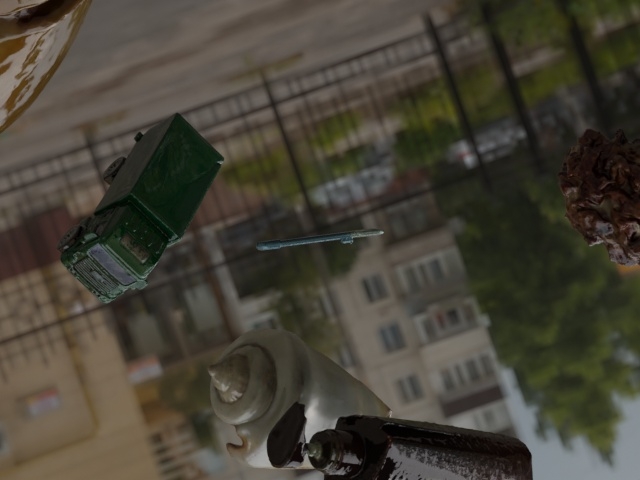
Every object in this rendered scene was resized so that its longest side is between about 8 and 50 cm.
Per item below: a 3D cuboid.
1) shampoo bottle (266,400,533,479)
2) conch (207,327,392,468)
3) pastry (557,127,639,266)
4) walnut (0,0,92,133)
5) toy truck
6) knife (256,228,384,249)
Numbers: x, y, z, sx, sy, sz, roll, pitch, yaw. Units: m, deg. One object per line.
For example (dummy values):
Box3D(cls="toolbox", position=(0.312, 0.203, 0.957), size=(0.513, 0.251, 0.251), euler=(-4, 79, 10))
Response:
Box3D(cls="shampoo bottle", position=(0.061, 0.163, 1.290), size=(0.236, 0.068, 0.067), euler=(11, -176, -39))
Box3D(cls="conch", position=(-0.022, 0.134, 1.412), size=(0.094, 0.104, 0.176), euler=(-20, 148, 30))
Box3D(cls="pastry", position=(0.295, -0.021, 1.460), size=(0.097, 0.208, 0.115), euler=(-55, 164, -40))
Box3D(cls="walnut", position=(-0.215, -0.157, 0.932), size=(0.203, 0.203, 0.298), euler=(-20, 159, -42))
Box3D(cls="toy truck", position=(-0.145, -0.023, 1.387), size=(0.079, 0.065, 0.147), euler=(-24, -151, 43))
Box3D(cls="knife", position=(0.000, 0.000, 1.290), size=(0.096, 0.010, 0.027), euler=(-6, 178, -3))
